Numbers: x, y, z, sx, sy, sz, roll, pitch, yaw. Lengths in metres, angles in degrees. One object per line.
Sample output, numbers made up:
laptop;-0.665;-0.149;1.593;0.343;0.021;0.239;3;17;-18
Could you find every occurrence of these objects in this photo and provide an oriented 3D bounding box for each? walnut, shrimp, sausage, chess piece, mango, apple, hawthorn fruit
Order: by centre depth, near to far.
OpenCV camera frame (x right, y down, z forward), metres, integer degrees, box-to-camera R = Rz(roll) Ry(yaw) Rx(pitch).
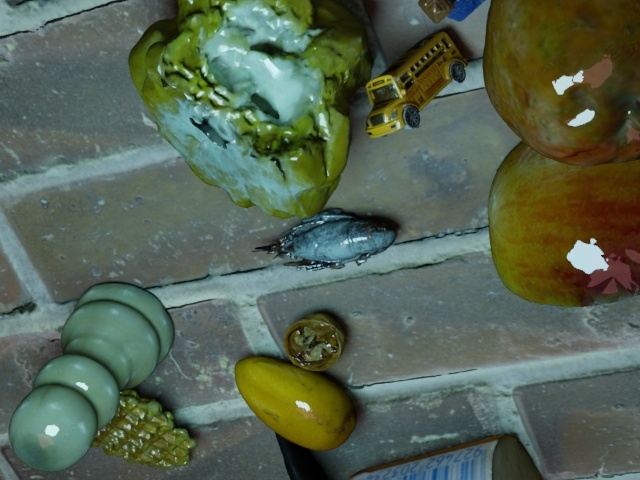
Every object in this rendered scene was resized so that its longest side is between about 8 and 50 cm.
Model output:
hawthorn fruit;0.323;-0.202;1.251;0.277;0.298;0.277;-5;135;-5
apple;0.377;-0.046;1.437;0.346;0.179;0.254;-17;81;26
shrimp;0.000;0.000;1.629;0.233;0.079;0.090;-6;85;23
chess piece;-0.370;0.225;1.728;0.182;0.330;0.182;8;124;12
walnut;-0.004;0.153;1.743;0.091;0.052;0.121;44;131;-6
sausage;0.201;0.455;1.780;0.287;0.233;0.233;-21;115;26
mango;-0.045;0.259;1.792;0.219;0.112;0.145;32;147;4

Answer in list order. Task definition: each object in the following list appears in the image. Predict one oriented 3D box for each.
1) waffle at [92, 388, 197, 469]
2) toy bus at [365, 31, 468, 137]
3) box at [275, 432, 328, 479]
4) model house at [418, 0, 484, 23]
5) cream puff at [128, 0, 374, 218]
waffle;-0.336;0.333;1.930;0.243;0.058;0.237;3;140;19
toy bus;0.114;-0.197;1.400;0.070;0.162;0.074;-11;118;53
box;-0.010;0.421;1.842;0.042;0.201;0.212;-30;120;2
model house;0.154;-0.329;1.311;0.119;0.148;0.148;-34;111;31
cream puff;-0.074;-0.198;1.435;0.323;0.270;0.274;42;156;-2
